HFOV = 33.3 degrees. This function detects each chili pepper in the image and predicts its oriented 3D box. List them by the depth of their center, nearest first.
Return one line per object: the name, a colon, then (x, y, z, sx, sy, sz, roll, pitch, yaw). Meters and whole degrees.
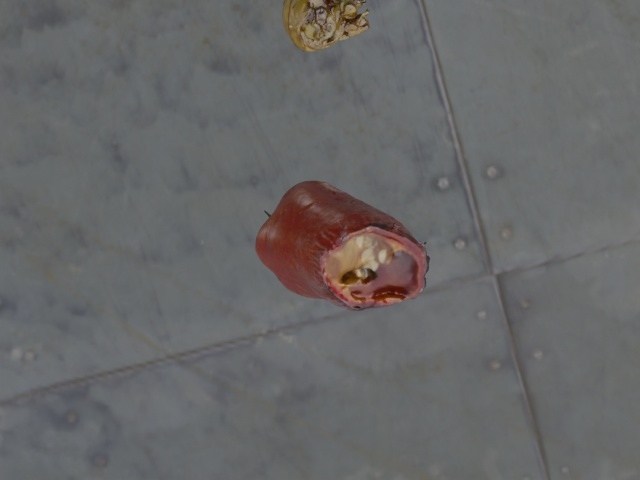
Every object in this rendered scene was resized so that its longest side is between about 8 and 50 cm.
chili pepper: (0.000, 0.000, 0.763, 0.084, 0.192, 0.086, -33, 115, -16)

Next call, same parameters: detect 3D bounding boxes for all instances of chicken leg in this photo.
chicken leg: (0.030, -0.331, 1.401, 0.101, 0.207, 0.085, 10, 142, 38)
